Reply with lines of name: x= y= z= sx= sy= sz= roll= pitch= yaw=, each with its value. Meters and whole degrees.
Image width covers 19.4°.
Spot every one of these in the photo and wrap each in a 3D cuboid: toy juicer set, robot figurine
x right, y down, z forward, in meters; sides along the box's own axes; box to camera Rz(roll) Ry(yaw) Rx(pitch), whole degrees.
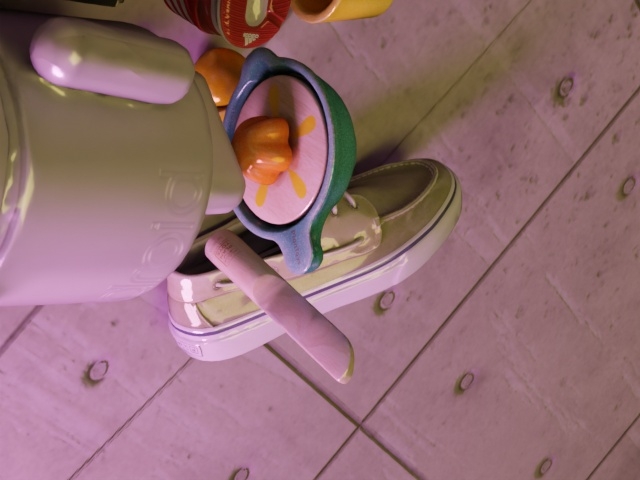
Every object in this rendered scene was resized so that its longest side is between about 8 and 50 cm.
toy juicer set: x=-0.050 y=-0.072 z=1.411 sx=0.089 sy=0.209 sz=0.329 roll=-1 pitch=99 yaw=-40
robot figurine: x=-0.214 y=-0.056 z=1.257 sx=0.353 sy=0.200 sz=0.300 roll=-1 pitch=149 yaw=-47

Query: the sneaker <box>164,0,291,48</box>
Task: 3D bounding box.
sneaker: x=-0.070 y=-0.257 z=1.329 sx=0.087 sy=0.128 sz=0.221 roll=9 pitch=100 yaw=-47

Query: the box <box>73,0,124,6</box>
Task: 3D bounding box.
box: x=-0.210 y=-0.311 z=1.103 sx=0.395 sy=0.097 sz=0.318 roll=0 pitch=117 yaw=-58

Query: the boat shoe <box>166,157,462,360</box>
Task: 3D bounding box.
boat shoe: x=0.000 y=0.000 z=1.625 sx=0.302 sy=0.109 sz=0.094 roll=-31 pitch=137 yaw=-23
